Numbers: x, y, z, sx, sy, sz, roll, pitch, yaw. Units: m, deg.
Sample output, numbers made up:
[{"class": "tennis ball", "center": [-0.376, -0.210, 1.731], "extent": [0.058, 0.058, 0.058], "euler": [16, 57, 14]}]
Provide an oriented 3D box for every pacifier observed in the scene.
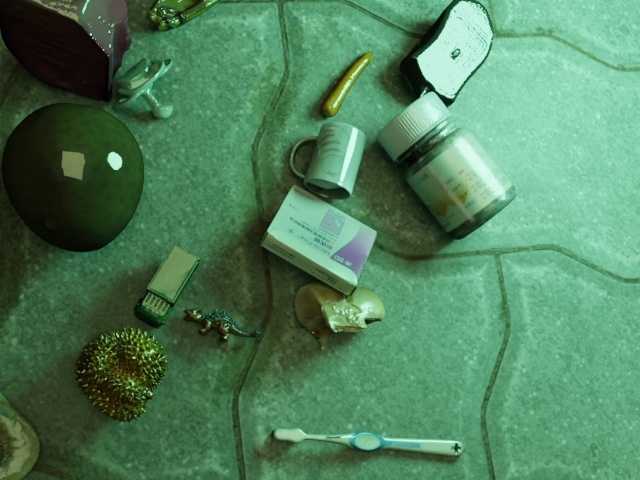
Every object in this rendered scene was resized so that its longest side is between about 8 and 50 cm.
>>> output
[{"class": "pacifier", "center": [-0.329, -0.287, 1.559], "extent": [0.150, 0.126, 0.116], "euler": [-49, 116, -25]}]

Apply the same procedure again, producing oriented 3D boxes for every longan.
[{"class": "longan", "center": [-0.433, -0.113, 1.413], "extent": [0.258, 0.258, 0.258], "euler": [3, 77, -12]}]

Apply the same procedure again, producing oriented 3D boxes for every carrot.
[{"class": "carrot", "center": [0.058, -0.335, 1.689], "extent": [0.037, 0.037, 0.190], "euler": [34, 71, -4]}]

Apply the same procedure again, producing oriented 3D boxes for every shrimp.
[{"class": "shrimp", "center": [-0.590, 0.331, 1.381], "extent": [0.152, 0.046, 0.219], "euler": [-39, 89, -21]}]

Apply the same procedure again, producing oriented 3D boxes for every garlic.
[{"class": "garlic", "center": [0.039, 0.137, 1.553], "extent": [0.174, 0.099, 0.124], "euler": [4, 57, -16]}]

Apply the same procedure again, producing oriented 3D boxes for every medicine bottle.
[{"class": "medicine bottle", "center": [0.253, -0.150, 1.624], "extent": [0.165, 0.165, 0.273], "euler": [-39, 88, -18]}, {"class": "medicine bottle", "center": [0.000, 0.000, 1.554], "extent": [0.201, 0.052, 0.171], "euler": [31, 42, -3]}]

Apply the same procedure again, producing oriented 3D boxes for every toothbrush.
[{"class": "toothbrush", "center": [0.097, 0.384, 1.531], "extent": [0.386, 0.040, 0.040], "euler": [7, 76, -12]}]

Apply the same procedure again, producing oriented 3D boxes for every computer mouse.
[{"class": "computer mouse", "center": [0.268, -0.397, 1.726], "extent": [0.147, 0.088, 0.264], "euler": [43, 70, -18]}]

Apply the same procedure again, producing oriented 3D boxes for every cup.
[{"class": "cup", "center": [0.013, -0.164, 1.606], "extent": [0.136, 0.099, 0.133], "euler": [20, 75, -9]}]

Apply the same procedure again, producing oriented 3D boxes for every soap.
[{"class": "soap", "center": [-0.453, -0.383, 1.432], "extent": [0.220, 0.325, 0.127], "euler": [16, 70, -11]}]

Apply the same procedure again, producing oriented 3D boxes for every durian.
[{"class": "durian", "center": [-0.349, 0.228, 1.420], "extent": [0.168, 0.137, 0.158], "euler": [39, 52, 12]}]

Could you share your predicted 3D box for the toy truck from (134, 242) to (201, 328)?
[{"class": "toy truck", "center": [-0.285, 0.088, 1.490], "extent": [0.065, 0.079, 0.147], "euler": [31, 75, -5]}]

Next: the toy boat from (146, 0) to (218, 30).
[{"class": "toy boat", "center": [-0.223, -0.535, 1.627], "extent": [0.089, 0.121, 0.321], "euler": [47, 72, -5]}]

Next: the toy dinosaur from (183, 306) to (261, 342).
[{"class": "toy dinosaur", "center": [-0.186, 0.161, 1.512], "extent": [0.154, 0.049, 0.055], "euler": [16, 71, -4]}]
